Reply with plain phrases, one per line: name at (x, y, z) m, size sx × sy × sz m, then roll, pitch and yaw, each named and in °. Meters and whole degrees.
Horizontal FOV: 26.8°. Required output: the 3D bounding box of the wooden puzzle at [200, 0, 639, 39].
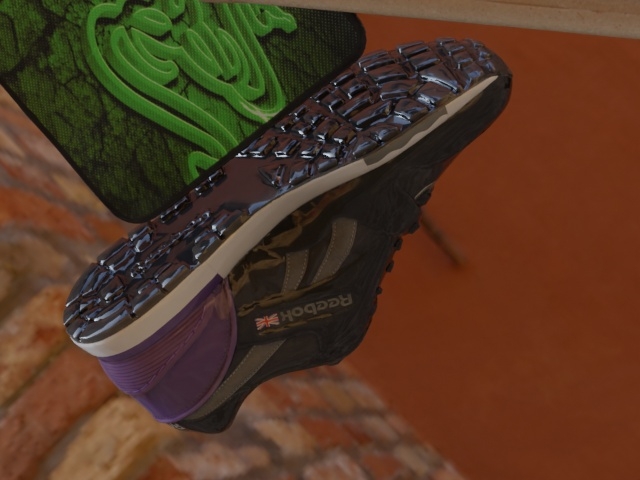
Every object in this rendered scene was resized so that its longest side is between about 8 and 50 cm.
wooden puzzle at (0.067, -0.165, 0.396) m, size 0.044 × 0.238 × 0.221 m, roll -75°, pitch -12°, yaw -60°

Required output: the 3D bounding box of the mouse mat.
mouse mat at (-0.091, -0.113, 0.577) m, size 0.152 × 0.190 × 0.007 m, roll -36°, pitch 13°, yaw 24°

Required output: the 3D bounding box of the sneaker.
sneaker at (0.000, 0.000, 0.773) m, size 0.283 × 0.124 × 0.107 m, roll -35°, pitch 31°, yaw 4°
